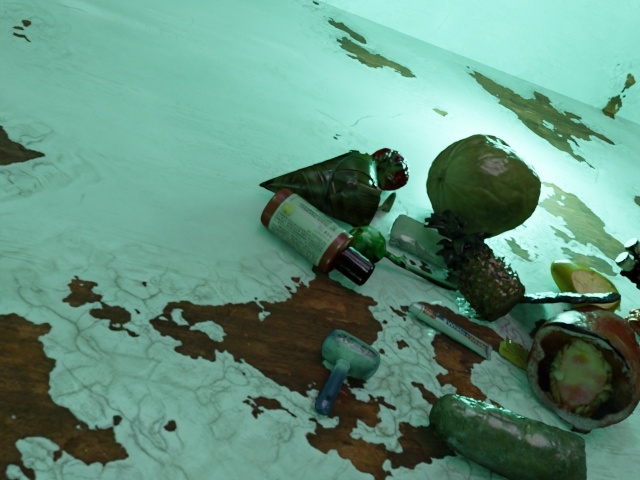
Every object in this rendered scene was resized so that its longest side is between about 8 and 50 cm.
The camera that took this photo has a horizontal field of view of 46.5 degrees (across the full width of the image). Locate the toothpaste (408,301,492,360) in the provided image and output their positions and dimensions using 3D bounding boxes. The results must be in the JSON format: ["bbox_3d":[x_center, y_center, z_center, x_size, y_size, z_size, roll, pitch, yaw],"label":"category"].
[{"bbox_3d":[0.298,0.204,1.697,0.218,0.033,0.052,31,35,-5],"label":"toothpaste"}]

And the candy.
[{"bbox_3d":[0.202,0.055,1.806,0.324,0.097,0.097,26,31,-20],"label":"candy"}]

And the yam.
[{"bbox_3d":[0.358,0.380,1.397,0.330,0.133,0.133,24,32,-4],"label":"yam"}]

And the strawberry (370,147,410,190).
[{"bbox_3d":[0.193,-0.202,2.126,0.131,0.131,0.148,27,2,-2],"label":"strawberry"}]

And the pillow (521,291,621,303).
[{"bbox_3d":[0.595,0.145,1.872,0.189,0.034,0.256,0,-2,-36],"label":"pillow"}]

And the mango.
[{"bbox_3d":[0.728,0.132,2.076,0.141,0.102,0.217,-31,59,-28],"label":"mango"}]

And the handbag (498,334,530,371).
[{"bbox_3d":[0.458,0.264,1.737,0.083,0.027,0.061,34,28,0],"label":"handbag"}]

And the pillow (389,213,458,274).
[{"bbox_3d":[0.289,0.010,1.944,0.229,0.051,0.128,24,43,-4],"label":"pillow"}]

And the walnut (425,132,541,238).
[{"bbox_3d":[0.458,-0.148,2.093,0.333,0.332,0.332,20,32,-14],"label":"walnut"}]

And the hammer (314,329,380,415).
[{"bbox_3d":[0.036,0.254,1.393,0.116,0.069,0.194,31,40,2],"label":"hammer"}]

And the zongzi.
[{"bbox_3d":[-0.001,-0.161,1.910,0.300,0.138,0.286,10,28,-4],"label":"zongzi"}]

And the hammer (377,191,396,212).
[{"bbox_3d":[0.137,-0.082,1.962,0.028,0.060,0.195,42,38,19],"label":"hammer"}]

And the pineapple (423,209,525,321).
[{"bbox_3d":[0.377,0.045,1.847,0.170,0.141,0.310,-20,64,-29],"label":"pineapple"}]

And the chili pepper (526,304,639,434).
[{"bbox_3d":[0.627,0.263,1.686,0.251,0.229,0.305,30,29,29],"label":"chili pepper"}]

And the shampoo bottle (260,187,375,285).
[{"bbox_3d":[0.000,0.000,1.681,0.278,0.104,0.104,37,32,13],"label":"shampoo bottle"}]

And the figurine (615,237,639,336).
[{"bbox_3d":[0.968,0.155,2.002,0.306,0.411,0.241,0,39,35],"label":"figurine"}]
